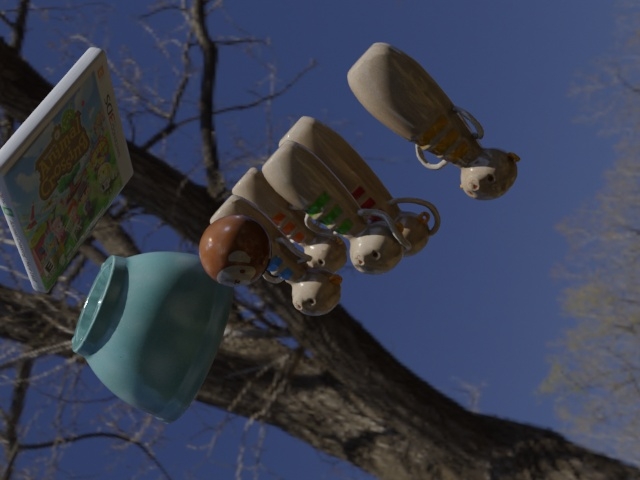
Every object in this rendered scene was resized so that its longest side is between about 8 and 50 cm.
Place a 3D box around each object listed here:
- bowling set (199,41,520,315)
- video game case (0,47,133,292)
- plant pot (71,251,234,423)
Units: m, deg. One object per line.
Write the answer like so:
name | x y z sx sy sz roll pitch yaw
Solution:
bowling set | 0.000 0.000 0.780 0.154 0.287 0.200 42 -124 -7
video game case | -0.283 -0.079 1.093 0.193 0.023 0.212 87 -157 -47
plant pot | -0.298 0.138 1.642 0.196 0.293 0.293 24 -105 -19
